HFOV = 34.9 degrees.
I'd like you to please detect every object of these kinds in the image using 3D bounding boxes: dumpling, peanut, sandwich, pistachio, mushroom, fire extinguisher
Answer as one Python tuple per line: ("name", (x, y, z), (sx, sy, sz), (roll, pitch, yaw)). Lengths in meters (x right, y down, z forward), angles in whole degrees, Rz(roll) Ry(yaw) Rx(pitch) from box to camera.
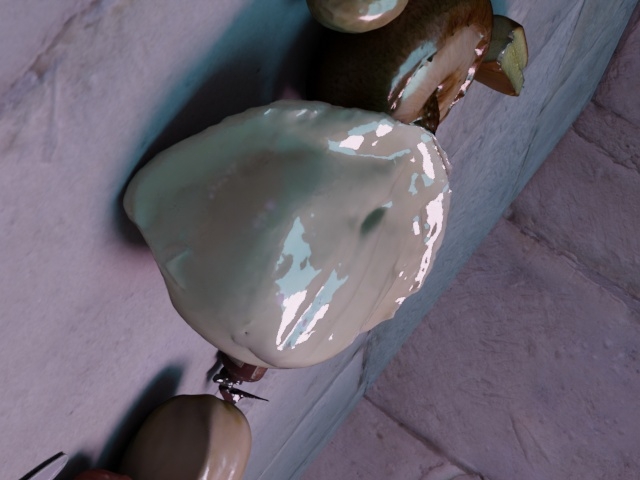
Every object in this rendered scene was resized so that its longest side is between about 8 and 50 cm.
("dumpling", (0.000, 0.000, 1.060), (0.315, 0.233, 0.395), (-30, 137, 11))
("peanut", (0.071, -0.302, 0.998), (0.228, 0.104, 0.085), (-55, -150, -3))
("sandwich", (0.302, -0.318, 1.743), (0.094, 0.096, 0.258), (-62, 165, 1))
("pistachio", (-0.198, 0.335, 1.424), (0.288, 0.166, 0.197), (-63, -159, 20))
("mushroom", (0.086, -0.193, 1.186), (0.278, 0.163, 0.297), (-60, 168, -14))
("fire extinguisher", (-0.089, 0.174, 1.564), (0.252, 0.106, 0.075), (-59, -175, 13))

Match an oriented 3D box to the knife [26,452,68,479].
("knife", (-0.401, 0.356, 1.132), (0.336, 0.043, 0.081), (-53, 165, -32))

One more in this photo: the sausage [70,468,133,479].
("sausage", (-0.305, 0.414, 1.321), (0.152, 0.152, 0.279), (-32, 156, -58))
